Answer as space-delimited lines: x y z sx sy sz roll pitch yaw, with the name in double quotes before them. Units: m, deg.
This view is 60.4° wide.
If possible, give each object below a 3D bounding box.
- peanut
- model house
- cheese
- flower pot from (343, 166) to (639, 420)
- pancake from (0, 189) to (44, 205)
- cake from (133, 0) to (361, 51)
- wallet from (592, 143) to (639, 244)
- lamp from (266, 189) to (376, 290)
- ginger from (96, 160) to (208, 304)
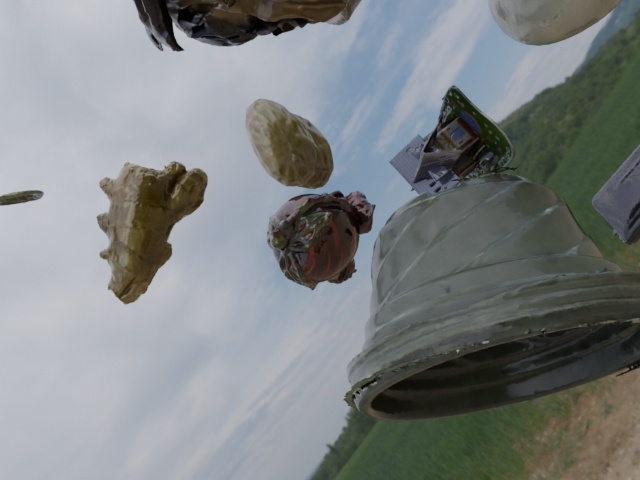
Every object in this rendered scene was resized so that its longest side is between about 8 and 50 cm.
"peanut" -0.059 -0.195 1.133 0.110 0.196 0.233 -31 -13 18
"model house" 0.155 -0.097 0.689 0.088 0.117 0.167 -38 -10 -7
"cheese" 0.314 -0.348 0.725 0.189 0.154 0.198 -43 24 -24
"flower pot" 0.121 0.042 0.410 0.236 0.140 0.235 -9 -25 -4
"pancake" -0.661 -0.094 1.202 0.108 0.017 0.108 -16 -1 0
"cake" -0.091 -0.351 0.610 0.321 0.332 0.332 -43 -14 3
"wallet" 0.671 -0.120 1.128 0.044 0.149 0.250 5 -47 -28
"lamp" 0.002 0.008 0.948 0.224 0.151 0.215 2 -46 -28
"ginger" -0.235 -0.024 0.714 0.115 0.081 0.205 38 -109 -41
